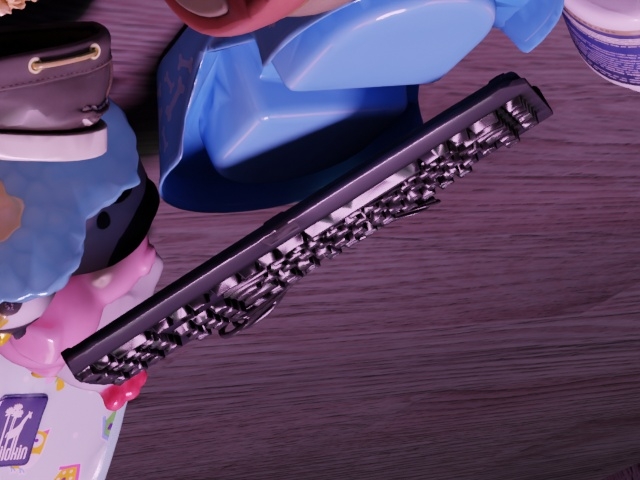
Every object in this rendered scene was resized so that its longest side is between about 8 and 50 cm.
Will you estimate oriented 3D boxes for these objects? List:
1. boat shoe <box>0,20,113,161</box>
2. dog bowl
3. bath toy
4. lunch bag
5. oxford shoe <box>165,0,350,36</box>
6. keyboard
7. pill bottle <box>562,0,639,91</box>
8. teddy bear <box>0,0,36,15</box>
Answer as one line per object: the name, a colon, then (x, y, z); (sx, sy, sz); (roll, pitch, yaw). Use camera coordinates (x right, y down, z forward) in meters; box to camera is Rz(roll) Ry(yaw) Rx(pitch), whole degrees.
boat shoe: (-0.211, -0.081, 0.928); (0.228, 0.068, 0.081); (-1, -162, -32)
dog bowl: (0.008, -0.106, 1.036); (0.166, 0.074, 0.297); (-6, 161, -30)
bath toy: (-0.167, 0.025, 1.200); (0.151, 0.129, 0.348); (-15, 164, -4)
lunch bag: (-0.284, 0.141, 1.418); (0.223, 0.160, 0.262); (5, 146, -47)
oxford shoe: (0.063, -0.204, 0.709); (0.130, 0.123, 0.348); (-14, 165, -43)
keyboard: (0.000, 0.000, 1.130); (0.317, 0.033, 0.201); (-31, 173, 11)
pill bottle: (0.180, -0.139, 1.051); (0.094, 0.094, 0.169); (-19, 163, 10)
teddy bear: (-0.191, -0.129, 0.683); (0.338, 0.113, 0.245); (-22, 168, 10)
